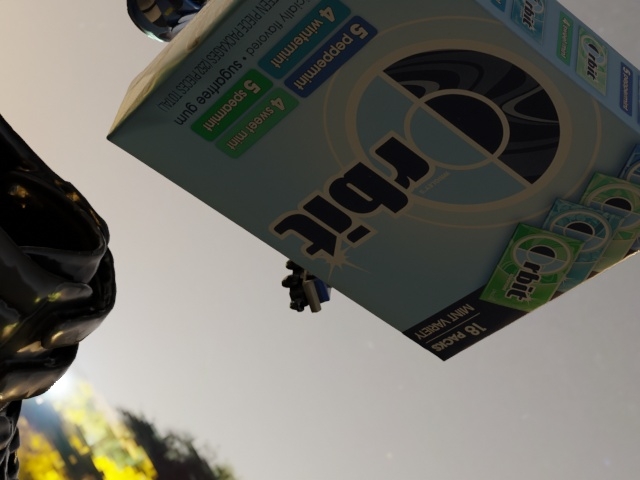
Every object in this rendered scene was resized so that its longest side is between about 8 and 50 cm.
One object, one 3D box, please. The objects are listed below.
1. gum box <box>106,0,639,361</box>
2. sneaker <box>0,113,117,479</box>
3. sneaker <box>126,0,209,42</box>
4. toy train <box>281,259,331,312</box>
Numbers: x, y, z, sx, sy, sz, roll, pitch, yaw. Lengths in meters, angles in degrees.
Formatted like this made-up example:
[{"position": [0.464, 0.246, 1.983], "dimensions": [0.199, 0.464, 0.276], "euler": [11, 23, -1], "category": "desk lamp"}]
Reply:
[{"position": [0.035, -0.040, 0.479], "dimensions": [0.184, 0.041, 0.157], "euler": [34, -45, -21], "category": "gum box"}, {"position": [-0.125, 0.070, 0.442], "dimensions": [0.104, 0.147, 0.295], "euler": [-105, 173, -60], "category": "sneaker"}, {"position": [-0.090, -0.164, 0.790], "dimensions": [0.059, 0.053, 0.144], "euler": [34, -17, 8], "category": "sneaker"}, {"position": [0.000, 0.000, 0.840], "dimensions": [0.158, 0.036, 0.027], "euler": [-80, 157, -57], "category": "toy train"}]
